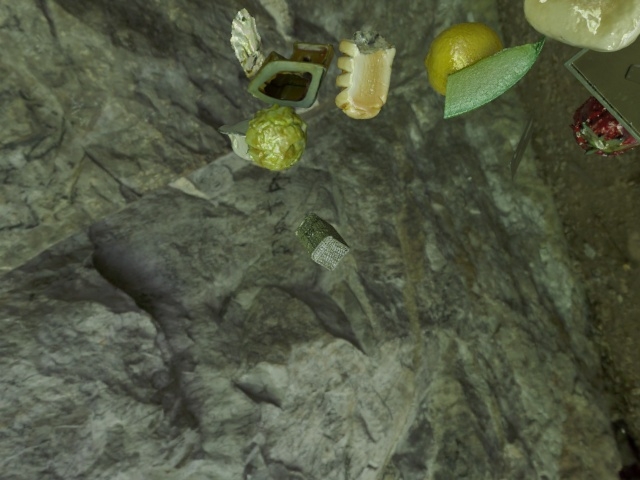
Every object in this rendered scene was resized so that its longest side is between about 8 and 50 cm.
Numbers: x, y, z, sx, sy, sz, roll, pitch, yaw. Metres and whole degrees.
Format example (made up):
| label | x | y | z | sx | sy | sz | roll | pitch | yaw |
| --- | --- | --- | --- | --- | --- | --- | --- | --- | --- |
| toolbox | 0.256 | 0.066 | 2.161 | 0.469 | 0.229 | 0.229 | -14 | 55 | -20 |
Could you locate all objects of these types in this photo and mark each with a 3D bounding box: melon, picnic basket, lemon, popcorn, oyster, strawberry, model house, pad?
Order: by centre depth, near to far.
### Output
| label | x | y | z | sx | sy | sz | roll | pitch | yaw |
| --- | --- | --- | --- | --- | --- | --- | --- | --- | --- |
| pad | 0.442 | -0.208 | 0.993 | 0.190 | 0.004 | 0.127 | 8 | -76 | -66 |
| melon | 0.384 | -0.374 | 1.024 | 0.053 | 0.261 | 0.114 | -1 | -116 | -63 |
| lemon | 0.361 | -0.447 | 1.133 | 0.178 | 0.202 | 0.179 | 0 | -90 | -83 |
| strawberry | 0.750 | -0.318 | 1.161 | 0.186 | 0.202 | 0.184 | 33 | 179 | -34 |
| popcorn | -0.128 | -0.300 | 1.308 | 0.198 | 0.197 | 0.213 | 50 | -159 | -47 |
| model house | -0.079 | -0.555 | 1.439 | 0.173 | 0.267 | 0.239 | 85 | -160 | -56 |
| oyster | -0.245 | -0.693 | 1.592 | 0.072 | 0.132 | 0.209 | -33 | -72 | -52 |
| picnic basket | 0.000 | 0.000 | 1.892 | 0.154 | 0.134 | 0.196 | 29 | -164 | -38 |

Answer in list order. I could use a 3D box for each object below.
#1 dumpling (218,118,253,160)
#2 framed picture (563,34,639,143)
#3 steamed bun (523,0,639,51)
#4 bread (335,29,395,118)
| label | x | y | z | sx | sy | sz | roll | pitch | yaw |
| --- | --- | --- | --- | --- | --- | --- | --- | --- | --- |
| dumpling | -0.267 | -0.358 | 1.574 | 0.172 | 0.143 | 0.247 | 9 | -163 | -39 |
| framed picture | 0.650 | -0.330 | 0.917 | 0.250 | 0.184 | 0.016 | 44 | -120 | -2 |
| steamed bun | 0.407 | -0.369 | 0.663 | 0.155 | 0.172 | 0.141 | -33 | -35 | -40 |
| bread | 0.086 | -0.345 | 0.947 | 0.084 | 0.119 | 0.178 | 39 | 127 | 55 |
